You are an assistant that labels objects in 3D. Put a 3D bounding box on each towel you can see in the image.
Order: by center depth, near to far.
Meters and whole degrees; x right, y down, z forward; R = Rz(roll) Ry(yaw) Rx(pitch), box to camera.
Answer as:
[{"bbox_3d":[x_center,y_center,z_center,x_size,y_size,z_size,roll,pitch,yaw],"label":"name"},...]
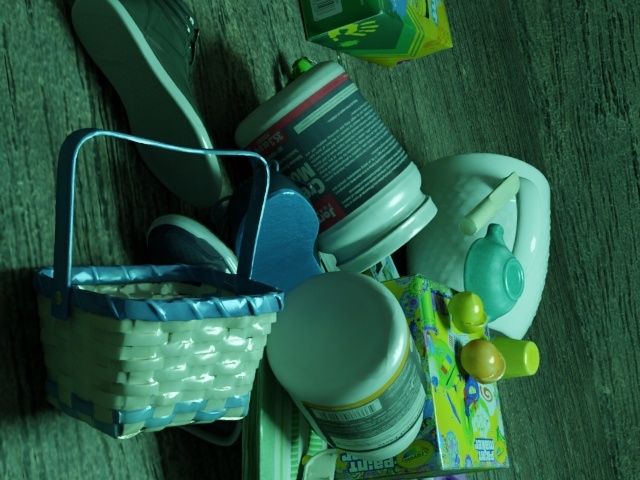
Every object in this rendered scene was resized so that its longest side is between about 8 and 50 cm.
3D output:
[{"bbox_3d":[-0.041,0.220,1.246,0.325,0.038,0.248,8,83,-75],"label":"towel"}]

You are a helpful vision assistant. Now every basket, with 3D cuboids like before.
[{"bbox_3d":[-0.166,0.040,0.979,0.255,0.201,0.289,5,99,-47],"label":"basket"}]

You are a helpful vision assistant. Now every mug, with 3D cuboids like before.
[{"bbox_3d":[0.311,0.023,1.814,0.276,0.374,0.328,14,63,-11],"label":"mug"}]

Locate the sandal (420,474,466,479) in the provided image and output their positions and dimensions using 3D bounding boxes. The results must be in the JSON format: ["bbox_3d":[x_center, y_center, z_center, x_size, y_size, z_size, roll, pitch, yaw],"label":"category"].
[{"bbox_3d":[0.254,0.549,1.719,0.169,0.102,0.416,45,40,-47],"label":"sandal"}]

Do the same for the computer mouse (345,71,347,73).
[{"bbox_3d":[0.083,-0.163,1.743,0.272,0.072,0.188,58,6,-33],"label":"computer mouse"}]

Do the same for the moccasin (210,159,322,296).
[{"bbox_3d":[-0.079,-0.015,1.275,0.117,0.137,0.342,61,-10,19],"label":"moccasin"}]

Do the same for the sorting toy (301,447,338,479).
[{"bbox_3d":[-0.003,0.321,1.250,0.075,0.045,0.083,86,11,-51],"label":"sorting toy"}]

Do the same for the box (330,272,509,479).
[{"bbox_3d":[0.148,0.224,1.497,0.290,0.177,0.279,23,57,-59],"label":"box"}]

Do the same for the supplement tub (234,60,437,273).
[{"bbox_3d":[0.023,-0.103,1.402,0.272,0.191,0.191,53,30,-5],"label":"supplement tub"}]

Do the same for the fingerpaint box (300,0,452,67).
[{"bbox_3d":[0.084,-0.588,1.852,0.371,0.163,0.445,-2,80,-63],"label":"fingerpaint box"}]

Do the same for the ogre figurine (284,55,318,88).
[{"bbox_3d":[-0.010,-0.196,1.573,0.118,0.097,0.197,29,35,-34],"label":"ogre figurine"}]

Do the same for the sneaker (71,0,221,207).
[{"bbox_3d":[-0.180,-0.193,1.209,0.296,0.104,0.147,62,34,-18],"label":"sneaker"}]

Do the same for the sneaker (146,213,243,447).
[{"bbox_3d":[-0.143,0.116,1.148,0.153,0.099,0.282,-65,137,-54],"label":"sneaker"}]

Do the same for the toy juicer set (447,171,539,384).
[{"bbox_3d":[0.242,0.063,1.480,0.209,0.089,0.329,-8,93,-52],"label":"toy juicer set"}]

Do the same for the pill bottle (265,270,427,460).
[{"bbox_3d":[0.042,0.164,1.171,0.278,0.162,0.162,66,23,-59],"label":"pill bottle"}]

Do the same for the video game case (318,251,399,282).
[{"bbox_3d":[0.056,0.075,1.632,0.329,0.036,0.300,65,29,-20],"label":"video game case"}]
